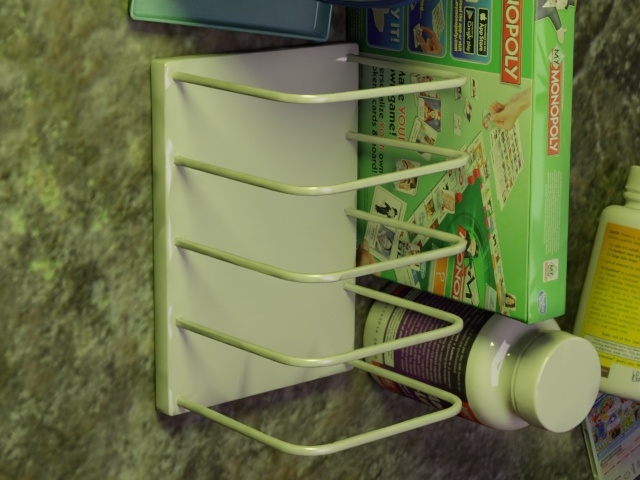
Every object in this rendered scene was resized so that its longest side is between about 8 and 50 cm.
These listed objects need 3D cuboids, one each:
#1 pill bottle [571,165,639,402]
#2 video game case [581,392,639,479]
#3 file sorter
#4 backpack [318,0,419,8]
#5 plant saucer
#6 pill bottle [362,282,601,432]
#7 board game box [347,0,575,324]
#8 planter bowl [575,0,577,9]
[{"bbox_3d":[0.310,0.042,1.632,0.117,0.117,0.215,10,94,-42],"label":"pill bottle"},{"bbox_3d":[0.299,0.191,1.732,0.087,0.011,0.122,-33,121,-30],"label":"video game case"},{"bbox_3d":[0.000,0.000,1.313,0.193,0.173,0.277,-11,107,-40],"label":"file sorter"},{"bbox_3d":[0.014,-0.297,1.213,0.213,0.276,0.263,13,98,-52],"label":"backpack"},{"bbox_3d":[-0.066,-0.193,1.311,0.192,0.018,0.067,1,100,-42],"label":"plant saucer"},{"bbox_3d":[0.136,0.097,1.441,0.108,0.193,0.108,-11,108,-39],"label":"pill bottle"},{"bbox_3d":[0.104,-0.111,1.349,0.046,0.213,0.317,-12,109,-39],"label":"board game box"},{"bbox_3d":[0.145,-0.248,1.402,0.090,0.217,0.217,0,103,-5],"label":"planter bowl"}]
